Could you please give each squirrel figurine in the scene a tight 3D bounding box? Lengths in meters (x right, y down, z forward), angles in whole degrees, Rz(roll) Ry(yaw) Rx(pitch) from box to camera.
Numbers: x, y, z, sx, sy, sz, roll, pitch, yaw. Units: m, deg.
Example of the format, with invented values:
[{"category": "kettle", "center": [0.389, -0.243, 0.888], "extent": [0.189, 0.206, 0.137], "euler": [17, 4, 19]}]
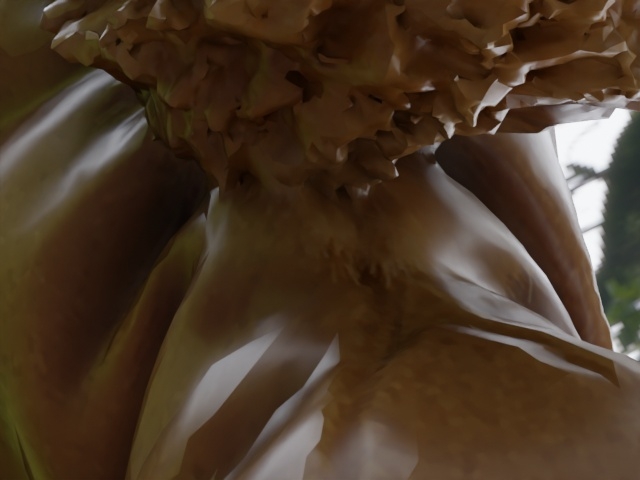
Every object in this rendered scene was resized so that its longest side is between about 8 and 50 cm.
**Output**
[{"category": "squirrel figurine", "center": [0.000, 0.000, 0.451], "extent": [0.370, 0.281, 0.397], "euler": [-128, -140, -71]}]
